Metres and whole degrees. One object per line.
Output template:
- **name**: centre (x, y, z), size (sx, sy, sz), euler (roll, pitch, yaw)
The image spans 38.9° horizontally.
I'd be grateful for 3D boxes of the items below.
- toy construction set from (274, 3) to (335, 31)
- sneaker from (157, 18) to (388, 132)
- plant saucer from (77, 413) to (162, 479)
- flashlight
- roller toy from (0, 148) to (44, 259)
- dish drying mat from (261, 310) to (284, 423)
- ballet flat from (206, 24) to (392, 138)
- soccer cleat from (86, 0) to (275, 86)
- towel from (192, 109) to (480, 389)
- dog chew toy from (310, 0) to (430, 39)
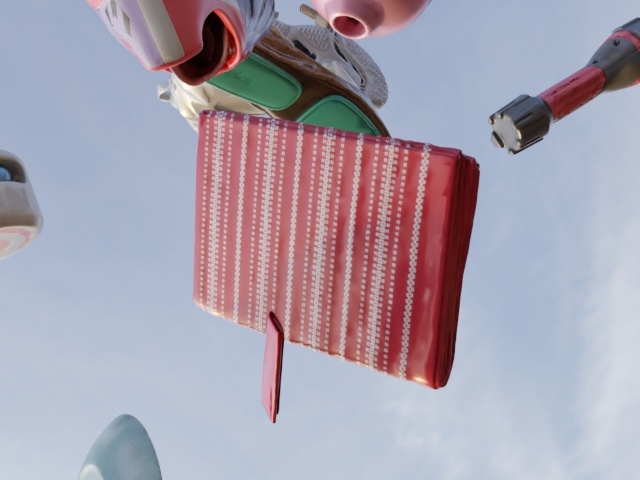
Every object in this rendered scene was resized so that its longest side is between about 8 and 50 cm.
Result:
- **toy construction set**: centre (-0.076, -0.390, 1.737), size (0.257, 0.237, 0.309), euler (-36, -28, -37)
- **sneaker**: centre (-0.084, -0.252, 1.483), size (0.365, 0.137, 0.210), euler (10, -28, -23)
- **plant saucer**: centre (-0.200, 0.263, 0.856), size (0.037, 0.195, 0.195), euler (4, -54, -32)
- **flashlight**: centre (0.412, -0.243, 1.433), size (0.304, 0.103, 0.103), euler (-31, -53, -15)
- **roller toy**: centre (-0.541, -0.052, 1.407), size (0.191, 0.146, 0.209), euler (-19, -13, -19)
- **dish drying mat**: centre (-0.036, 0.097, 0.689), size (0.008, 0.032, 0.083), euler (-6, -61, -21)
- **ballet flat**: centre (-0.028, -0.192, 1.122), size (0.342, 0.124, 0.116), euler (28, -47, -34)
- **soccer cleat**: centre (-0.070, -0.125, 0.514), size (0.083, 0.095, 0.248), euler (-19, -1, 7)
- **towel**: centre (0.000, 0.000, 0.774), size (0.031, 0.274, 0.199), euler (-16, -65, -53)
- **dog chew toy**: centre (0.077, -0.347, 0.896), size (0.206, 0.206, 0.332), euler (45, -123, -52)
